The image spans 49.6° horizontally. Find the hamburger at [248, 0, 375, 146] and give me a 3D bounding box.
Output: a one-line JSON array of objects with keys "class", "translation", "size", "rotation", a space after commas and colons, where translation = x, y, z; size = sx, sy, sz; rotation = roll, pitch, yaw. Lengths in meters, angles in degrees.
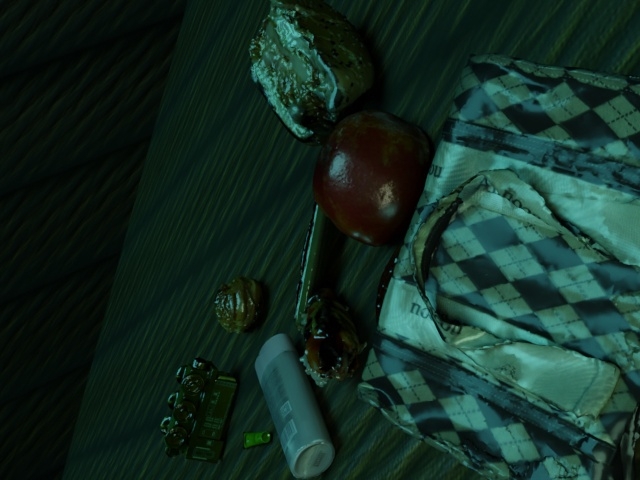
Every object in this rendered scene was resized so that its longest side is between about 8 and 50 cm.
[{"class": "hamburger", "translation": [-0.004, -0.319, 1.279], "size": [0.288, 0.192, 0.167], "rotation": [56, 139, 22]}]

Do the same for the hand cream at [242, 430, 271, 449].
[{"class": "hand cream", "translation": [-0.131, 0.395, 1.377], "size": [0.122, 0.023, 0.036], "rotation": [145, 128, -58]}]

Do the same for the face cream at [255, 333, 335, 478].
[{"class": "face cream", "translation": [-0.051, 0.282, 1.215], "size": [0.107, 0.073, 0.269], "rotation": [-61, 31, 20]}]

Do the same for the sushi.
[{"class": "sushi", "translation": [0.016, 0.160, 1.118], "size": [0.103, 0.097, 0.226], "rotation": [-54, 20, 28]}]

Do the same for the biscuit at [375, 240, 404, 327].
[{"class": "biscuit", "translation": [0.136, 0.083, 0.972], "size": [0.192, 0.049, 0.192], "rotation": [-46, 34, 44]}]

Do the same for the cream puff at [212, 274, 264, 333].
[{"class": "cream puff", "translation": [-0.180, 0.139, 1.497], "size": [0.133, 0.104, 0.119], "rotation": [-58, 39, 34]}]

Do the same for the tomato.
[{"class": "tomato", "translation": [0.061, -0.113, 1.096], "size": [0.200, 0.140, 0.233], "rotation": [-63, 29, 14]}]

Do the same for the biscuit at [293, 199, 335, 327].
[{"class": "biscuit", "translation": [0.000, 0.000, 1.239], "size": [0.099, 0.038, 0.322], "rotation": [28, -108, -77]}]

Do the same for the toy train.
[{"class": "toy train", "translation": [-0.264, 0.372, 1.522], "size": [0.090, 0.137, 0.225], "rotation": [22, 95, 67]}]

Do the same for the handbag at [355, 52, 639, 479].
[{"class": "handbag", "translation": [0.229, 0.045, 0.690], "size": [0.317, 0.180, 0.415], "rotation": [29, 104, 49]}]
